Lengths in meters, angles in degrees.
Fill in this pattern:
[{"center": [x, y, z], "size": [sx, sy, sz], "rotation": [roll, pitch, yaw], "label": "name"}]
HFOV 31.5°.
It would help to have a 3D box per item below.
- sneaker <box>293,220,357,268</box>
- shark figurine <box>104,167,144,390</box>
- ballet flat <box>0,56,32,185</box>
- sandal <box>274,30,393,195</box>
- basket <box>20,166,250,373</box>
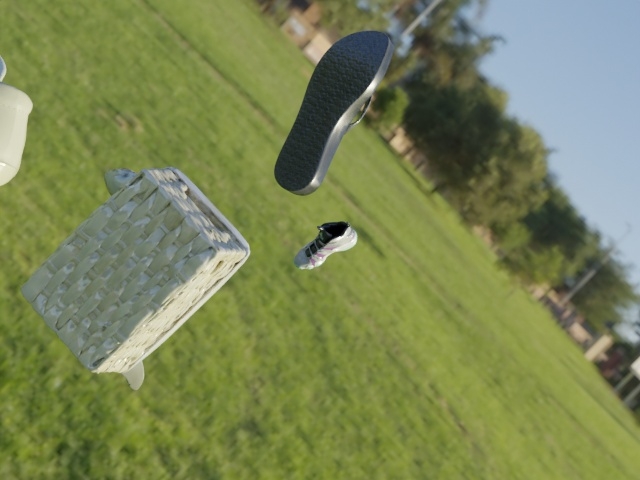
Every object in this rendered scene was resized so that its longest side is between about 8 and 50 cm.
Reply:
[{"center": [0.000, 0.000, 1.589], "size": [0.038, 0.098, 0.069], "rotation": [60, 0, 28], "label": "sneaker"}, {"center": [-0.194, 0.038, 1.403], "size": [0.116, 0.166, 0.278], "rotation": [22, 63, -54], "label": "shark figurine"}, {"center": [-0.237, -0.100, 0.733], "size": [0.086, 0.086, 0.248], "rotation": [42, -3, -34], "label": "ballet flat"}, {"center": [0.017, -0.180, 1.585], "size": [0.097, 0.254, 0.054], "rotation": [34, 4, 32], "label": "sandal"}, {"center": [-0.161, 0.025, 0.983], "size": [0.113, 0.167, 0.103], "rotation": [47, 4, 7], "label": "basket"}]
